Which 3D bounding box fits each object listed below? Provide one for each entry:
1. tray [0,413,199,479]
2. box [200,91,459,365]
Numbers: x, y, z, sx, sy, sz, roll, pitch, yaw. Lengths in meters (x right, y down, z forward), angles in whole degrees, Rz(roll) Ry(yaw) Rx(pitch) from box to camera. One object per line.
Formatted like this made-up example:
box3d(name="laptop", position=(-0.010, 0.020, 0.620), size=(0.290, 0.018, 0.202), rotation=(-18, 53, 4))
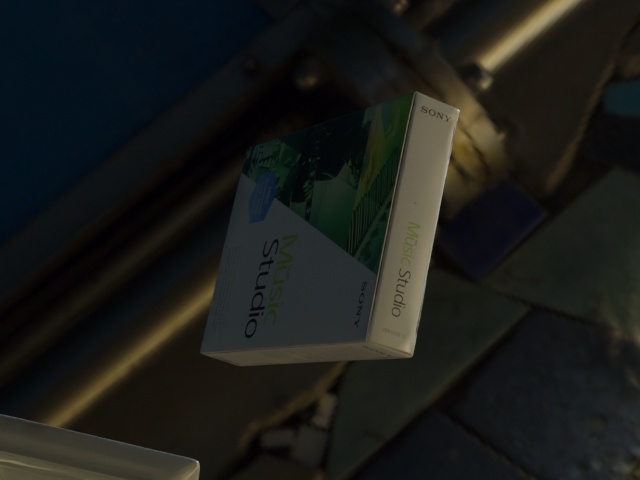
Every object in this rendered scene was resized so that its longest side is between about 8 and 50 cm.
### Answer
box3d(name="tray", position=(-0.270, 0.266, 1.512), size=(0.030, 0.270, 0.145), rotation=(-75, -4, -49))
box3d(name="box", position=(0.000, 0.000, 1.332), size=(0.058, 0.232, 0.322), rotation=(20, -16, -29))
